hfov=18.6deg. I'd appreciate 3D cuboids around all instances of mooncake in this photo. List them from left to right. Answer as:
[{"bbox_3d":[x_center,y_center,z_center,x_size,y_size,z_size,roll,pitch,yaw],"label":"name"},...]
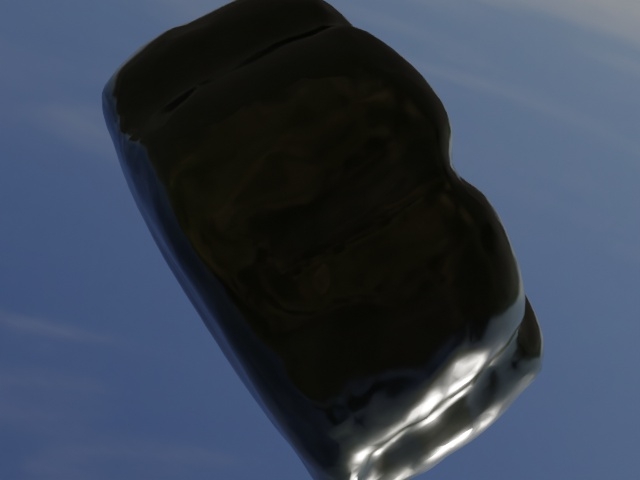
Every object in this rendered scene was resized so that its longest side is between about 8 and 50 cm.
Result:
[{"bbox_3d":[0.000,0.000,0.673,0.168,0.104,0.175,52,173,16],"label":"mooncake"}]
